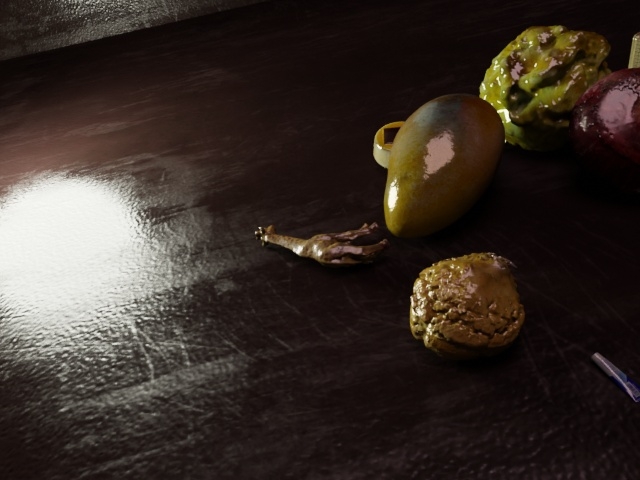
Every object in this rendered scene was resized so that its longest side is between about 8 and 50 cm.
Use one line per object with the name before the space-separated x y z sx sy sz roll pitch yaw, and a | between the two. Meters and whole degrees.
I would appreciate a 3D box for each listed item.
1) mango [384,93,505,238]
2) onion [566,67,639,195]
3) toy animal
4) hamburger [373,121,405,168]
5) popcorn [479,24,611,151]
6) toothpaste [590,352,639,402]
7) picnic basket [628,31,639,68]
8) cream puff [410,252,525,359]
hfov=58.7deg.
mango | 0.245 -0.161 1.159 0.222 0.198 0.384 23 60 24
onion | 0.609 -0.215 1.086 0.252 0.219 0.251 0 81 -2
toy animal | -0.001 0.006 1.118 0.276 0.054 0.149 -4 35 11
hamburger | 0.186 -0.222 1.341 0.127 0.081 0.141 -16 49 -3
popcorn | 0.502 -0.348 1.296 0.282 0.247 0.282 -17 35 12
toothpaste | 0.418 0.191 0.800 0.024 0.015 0.083 -24 44 -18
picnic basket | 0.888 -0.501 1.491 0.164 0.115 0.079 -32 40 -26
cream puff | 0.229 0.093 0.883 0.189 0.129 0.189 -7 41 6
